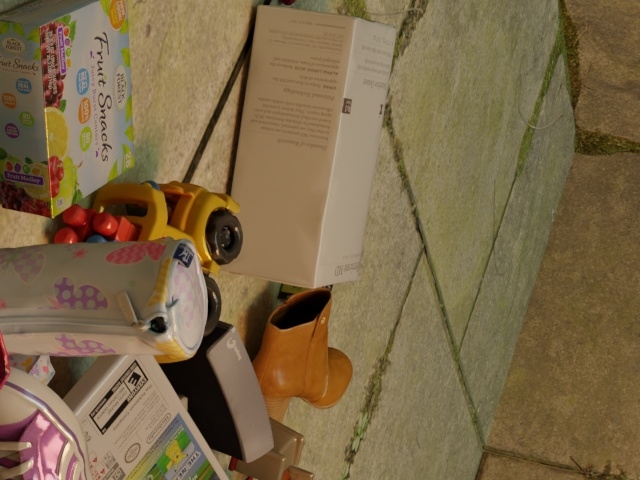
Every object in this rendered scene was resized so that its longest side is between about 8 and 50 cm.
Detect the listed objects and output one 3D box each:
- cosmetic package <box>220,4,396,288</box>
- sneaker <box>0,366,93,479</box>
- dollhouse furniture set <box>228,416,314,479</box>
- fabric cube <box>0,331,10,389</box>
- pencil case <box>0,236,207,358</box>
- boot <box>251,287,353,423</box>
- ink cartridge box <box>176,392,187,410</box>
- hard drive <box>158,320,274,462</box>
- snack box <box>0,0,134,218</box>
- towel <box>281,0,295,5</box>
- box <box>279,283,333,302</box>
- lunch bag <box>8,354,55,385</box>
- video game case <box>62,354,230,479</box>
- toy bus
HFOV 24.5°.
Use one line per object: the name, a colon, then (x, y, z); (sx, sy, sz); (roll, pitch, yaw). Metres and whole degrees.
cosmetic package: (-0.015, -0.133, 2.122); (0.217, 0.156, 0.385); (-12, 110, -70)
sneaker: (-0.297, 0.262, 1.463); (0.161, 0.102, 0.282); (-65, 146, -46)
dollhouse furniture set: (-0.121, 0.382, 2.183); (0.262, 0.135, 0.259); (-39, 147, -60)
fabric cube: (-0.412, 0.063, 1.021); (0.254, 0.258, 0.259); (-59, 151, -45)
pencil case: (-0.246, 0.062, 1.440); (0.124, 0.273, 0.113); (-70, 154, -52)
boot: (-0.010, 0.164, 2.303); (0.295, 0.104, 0.211); (-28, 141, -55)
ink cartridge box: (-0.237, 0.304, 1.838); (0.153, 0.087, 0.208); (-34, 131, -61)
hard drive: (-0.157, 0.182, 1.879); (0.054, 0.172, 0.254); (-55, 149, -33)
snack box: (-0.270, -0.152, 1.561); (0.174, 0.070, 0.207); (-42, 139, -58)
towel: (-0.001, -0.482, 2.174); (0.275, 0.031, 0.199); (-52, 147, -52)
box: (0.000, 0.000, 2.361); (0.087, 0.058, 0.232); (45, 58, -64)
lunch bag: (-0.329, 0.144, 1.541); (0.053, 0.071, 0.083); (83, 27, -42)
video game case: (-0.258, 0.315, 1.686); (0.329, 0.036, 0.300); (-51, 138, -27)
toy bus: (-0.214, 0.003, 1.714); (0.211, 0.149, 0.220); (47, 52, -46)
